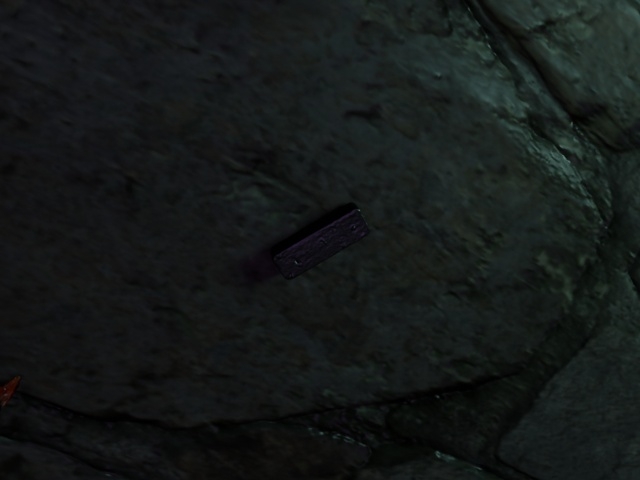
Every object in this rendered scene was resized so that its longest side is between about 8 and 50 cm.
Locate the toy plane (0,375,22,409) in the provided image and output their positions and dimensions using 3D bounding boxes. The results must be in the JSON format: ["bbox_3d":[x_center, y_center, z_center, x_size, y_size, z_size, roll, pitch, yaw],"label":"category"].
[{"bbox_3d":[-0.413,0.144,0.774,0.126,0.077,0.194,-36,125,10],"label":"toy plane"}]

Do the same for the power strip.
[{"bbox_3d":[0.000,0.000,0.847,0.111,0.029,0.038,-30,116,0],"label":"power strip"}]
